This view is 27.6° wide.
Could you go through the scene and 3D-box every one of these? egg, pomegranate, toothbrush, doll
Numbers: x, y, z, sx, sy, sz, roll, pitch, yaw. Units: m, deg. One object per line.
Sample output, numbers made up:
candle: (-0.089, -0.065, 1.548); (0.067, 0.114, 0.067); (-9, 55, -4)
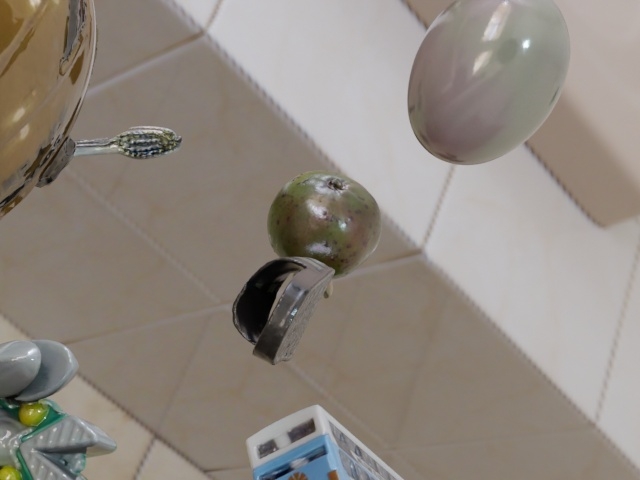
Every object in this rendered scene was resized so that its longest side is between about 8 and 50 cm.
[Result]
egg: (0.116, -0.115, 0.904); (0.103, 0.103, 0.135); (22, 101, -39)
pomegranate: (0.000, 0.000, 1.275); (0.114, 0.114, 0.142); (-35, 148, -44)
toothbrush: (-0.350, -0.089, 1.368); (0.042, 0.413, 0.035); (24, 62, -86)
doll: (-0.336, 0.211, 1.305); (0.153, 0.258, 0.195); (31, 45, -60)

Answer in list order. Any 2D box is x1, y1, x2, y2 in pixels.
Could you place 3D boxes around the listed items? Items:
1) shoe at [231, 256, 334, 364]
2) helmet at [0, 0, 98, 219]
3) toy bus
shoe: (-0.030, 0.040, 0.851); (0.049, 0.179, 0.071); (28, 93, 5)
helmet: (-0.190, -0.085, 0.572); (0.198, 0.130, 0.224); (47, 75, -19)
toy bus: (0.036, 0.289, 1.344); (0.297, 0.106, 0.131); (48, 18, -51)
